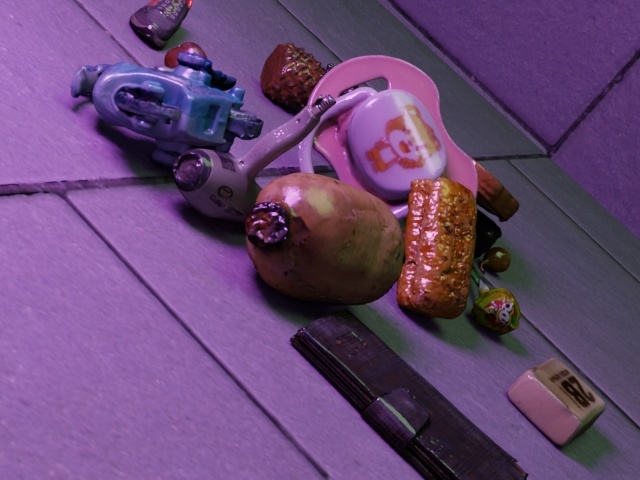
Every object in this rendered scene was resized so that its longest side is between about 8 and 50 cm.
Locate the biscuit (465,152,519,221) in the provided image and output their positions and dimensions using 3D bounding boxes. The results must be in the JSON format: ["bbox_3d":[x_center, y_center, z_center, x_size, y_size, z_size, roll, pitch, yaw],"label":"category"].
[{"bbox_3d":[0.232,-0.142,2.313,0.312,0.057,0.351,40,5,2],"label":"biscuit"}]

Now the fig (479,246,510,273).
[{"bbox_3d":[0.314,0.040,2.327,0.050,0.050,0.083,46,38,17],"label":"fig"}]

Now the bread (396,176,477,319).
[{"bbox_3d":[0.176,0.012,1.898,0.114,0.083,0.211,21,69,-43],"label":"bread"}]

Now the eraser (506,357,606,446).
[{"bbox_3d":[0.357,0.240,1.917,0.117,0.058,0.172,45,19,17],"label":"eraser"}]

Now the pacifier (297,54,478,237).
[{"bbox_3d":[0.108,-0.135,2.049,0.332,0.220,0.273,65,22,7],"label":"pacifier"}]

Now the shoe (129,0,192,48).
[{"bbox_3d":[-0.259,-0.378,2.115,0.074,0.077,0.194,38,18,-8],"label":"shoe"}]

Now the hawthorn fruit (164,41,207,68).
[{"bbox_3d":[-0.202,-0.261,2.008,0.103,0.067,0.067,67,19,-4],"label":"hawthorn fruit"}]

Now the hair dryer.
[{"bbox_3d":[-0.067,-0.084,1.663,0.088,0.225,0.219,61,-5,28],"label":"hair dryer"}]

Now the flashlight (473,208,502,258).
[{"bbox_3d":[0.147,-0.110,2.263,0.424,0.103,0.103,36,19,-15],"label":"flashlight"}]

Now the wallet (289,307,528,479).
[{"bbox_3d":[0.111,0.204,1.547,0.317,0.044,0.169,44,20,13],"label":"wallet"}]

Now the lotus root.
[{"bbox_3d":[0.000,0.000,1.627,0.284,0.146,0.160,15,68,-56],"label":"lotus root"}]

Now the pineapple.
[{"bbox_3d":[0.003,-0.266,2.316,0.237,0.119,0.111,23,23,-32],"label":"pineapple"}]

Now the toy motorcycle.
[{"bbox_3d":[-0.207,-0.181,1.689,0.206,0.154,0.260,24,12,34],"label":"toy motorcycle"}]

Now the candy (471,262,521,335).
[{"bbox_3d":[0.273,0.084,2.132,0.077,0.073,0.262,53,6,-21],"label":"candy"}]
